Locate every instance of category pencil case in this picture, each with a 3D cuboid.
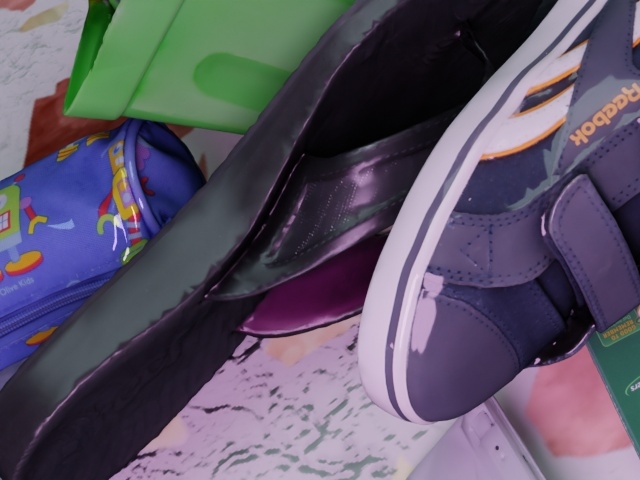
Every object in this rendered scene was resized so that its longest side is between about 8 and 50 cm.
[{"bbox_3d":[-0.214,0.031,0.946,0.306,0.119,0.133,-25,43,13],"label":"pencil case"}]

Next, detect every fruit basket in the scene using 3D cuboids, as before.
[{"bbox_3d":[-0.119,-0.258,0.931,0.283,0.392,0.392,-54,30,37],"label":"fruit basket"}]

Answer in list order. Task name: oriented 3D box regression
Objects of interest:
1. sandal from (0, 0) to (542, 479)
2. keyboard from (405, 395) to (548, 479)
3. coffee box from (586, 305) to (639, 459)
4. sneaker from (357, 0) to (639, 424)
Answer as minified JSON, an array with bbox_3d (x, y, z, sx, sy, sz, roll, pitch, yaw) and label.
[{"bbox_3d":[0.000,0.002,0.830,0.107,0.167,0.446,43,90,22],"label":"sandal"},{"bbox_3d":[0.108,0.177,0.664,0.072,0.014,0.256,-57,36,22],"label":"keyboard"},{"bbox_3d":[0.197,0.064,0.699,0.113,0.040,0.184,-29,42,9],"label":"coffee box"},{"bbox_3d":[0.146,-0.037,0.699,0.127,0.126,0.321,26,76,35],"label":"sneaker"}]
